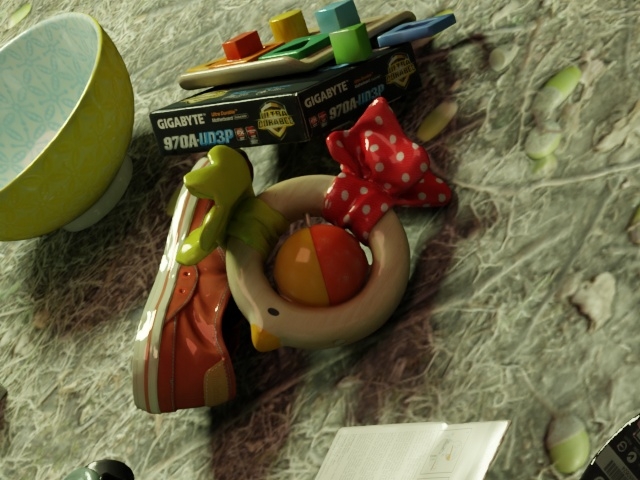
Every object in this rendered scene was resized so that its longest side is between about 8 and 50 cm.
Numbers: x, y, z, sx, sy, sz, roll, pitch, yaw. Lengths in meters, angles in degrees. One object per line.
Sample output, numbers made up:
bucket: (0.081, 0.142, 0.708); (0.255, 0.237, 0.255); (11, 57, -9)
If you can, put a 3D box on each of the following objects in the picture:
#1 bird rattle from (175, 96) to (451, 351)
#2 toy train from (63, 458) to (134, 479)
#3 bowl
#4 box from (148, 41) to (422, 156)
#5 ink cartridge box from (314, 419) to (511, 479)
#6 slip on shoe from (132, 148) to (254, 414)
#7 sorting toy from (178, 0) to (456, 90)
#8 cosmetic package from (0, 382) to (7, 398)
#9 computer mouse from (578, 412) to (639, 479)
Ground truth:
bird rattle: (0.000, 0.000, 1.517); (0.253, 0.143, 0.207); (-9, 67, -13)
toy train: (-0.193, 0.336, 1.380); (0.190, 0.142, 0.334); (-45, 34, 24)
bowl: (-0.306, -0.099, 1.914); (0.289, 0.156, 0.289); (-28, 38, 24)
box: (-0.036, -0.139, 1.688); (0.220, 0.051, 0.175); (-3, 18, 46)
ink cartridge box: (0.053, 0.223, 1.256); (0.224, 0.056, 0.181); (-11, 45, 55)
slip on shoe: (-0.099, 0.036, 1.619); (0.101, 0.123, 0.331); (5, 42, 6)
sorting toy: (-0.028, -0.207, 1.738); (0.347, 0.047, 0.196); (-4, 17, 45)
cosmetic package: (-0.445, 0.130, 1.881); (0.060, 0.099, 0.239); (-52, 35, -13)
computer mouse: (0.172, 0.209, 1.183); (0.262, 0.060, 0.184); (-55, 38, 8)
